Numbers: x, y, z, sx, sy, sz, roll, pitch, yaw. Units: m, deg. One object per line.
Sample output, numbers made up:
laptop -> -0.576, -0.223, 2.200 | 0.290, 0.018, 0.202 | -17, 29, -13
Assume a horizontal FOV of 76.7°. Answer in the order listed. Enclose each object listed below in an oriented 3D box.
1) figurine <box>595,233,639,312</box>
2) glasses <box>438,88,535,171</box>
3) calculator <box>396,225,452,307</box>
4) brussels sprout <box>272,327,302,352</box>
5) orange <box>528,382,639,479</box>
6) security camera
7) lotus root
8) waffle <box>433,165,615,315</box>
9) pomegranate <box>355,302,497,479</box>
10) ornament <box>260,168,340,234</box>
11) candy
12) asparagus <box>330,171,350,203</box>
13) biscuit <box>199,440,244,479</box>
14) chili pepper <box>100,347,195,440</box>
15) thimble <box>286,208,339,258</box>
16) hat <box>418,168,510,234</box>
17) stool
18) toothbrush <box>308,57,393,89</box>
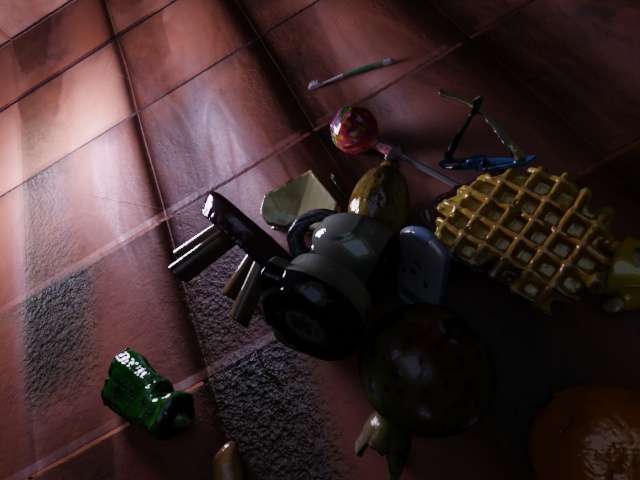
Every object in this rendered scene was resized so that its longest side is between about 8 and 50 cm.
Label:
figurine -> 0.612, 0.073, 0.660 | 0.343, 0.187, 0.215 | 28, 87, 33
glasses -> 0.307, -0.215, 0.848 | 0.102, 0.207, 0.239 | -46, 19, -4
calculator -> 0.200, 0.069, 0.799 | 0.039, 0.210, 0.121 | -21, 38, -24
brussels sprout -> -0.022, 0.173, 0.862 | 0.151, 0.122, 0.149 | 34, 55, 27
orange -> 0.428, 0.325, 0.596 | 0.219, 0.193, 0.219 | -16, 48, 18
security camera -> 0.038, 0.062, 0.758 | 0.191, 0.197, 0.277 | 22, 49, 19
lotus root -> 0.136, -0.092, 0.921 | 0.138, 0.138, 0.214 | 4, 73, 21
waffle -> 0.351, -0.005, 0.724 | 0.309, 0.065, 0.283 | -15, 68, 26
pomegranate -> 0.181, 0.263, 0.720 | 0.242, 0.242, 0.306 | 14, 116, 24
ornament -> -0.042, -0.104, 1.036 | 0.201, 0.059, 0.180 | 8, 68, 19
candy -> 0.183, -0.217, 0.995 | 0.365, 0.124, 0.124 | 34, 80, 17
asparagus -> 0.052, -0.134, 1.038 | 0.015, 0.014, 0.114 | -16, 57, -27
biscuit -> -0.169, 0.528, 0.790 | 0.208, 0.047, 0.164 | 36, 83, 28
chili pepper -> -0.380, 0.358, 0.911 | 0.270, 0.099, 0.136 | 16, 63, 29
thimble -> 0.002, -0.001, 0.918 | 0.150, 0.098, 0.150 | 0, 95, 2
hat -> 0.365, -0.027, 0.826 | 0.236, 0.107, 0.286 | -31, 58, 5
stool -> -0.191, 0.038, 0.898 | 0.178, 0.272, 0.272 | -48, 61, -3
toothbrush -> 0.086, -0.490, 1.188 | 0.257, 0.018, 0.024 | -12, 57, 14
